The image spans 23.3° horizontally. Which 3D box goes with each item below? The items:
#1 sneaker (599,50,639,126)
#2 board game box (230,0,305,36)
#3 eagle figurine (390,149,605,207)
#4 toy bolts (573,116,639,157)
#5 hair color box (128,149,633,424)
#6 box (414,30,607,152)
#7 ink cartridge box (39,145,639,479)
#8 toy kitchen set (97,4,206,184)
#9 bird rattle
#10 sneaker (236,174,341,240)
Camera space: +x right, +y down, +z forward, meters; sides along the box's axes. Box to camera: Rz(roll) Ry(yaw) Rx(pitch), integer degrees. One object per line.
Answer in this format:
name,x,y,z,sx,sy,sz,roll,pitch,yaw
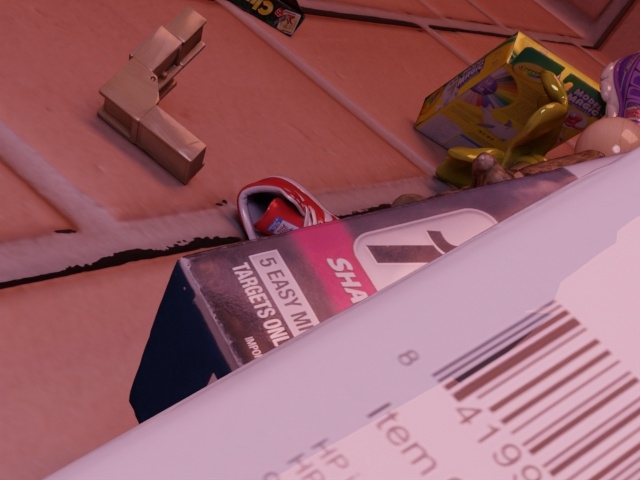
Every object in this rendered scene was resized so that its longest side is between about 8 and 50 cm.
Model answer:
sneaker,0.275,-0.095,1.284,0.068,0.071,0.170,29,45,-38
board game box,-0.097,-0.289,1.533,0.136,0.030,0.259,26,20,-23
eagle figurine,0.141,0.098,0.809,0.226,0.225,0.298,-17,84,-21
toy bolts,0.202,-0.039,1.081,0.218,0.158,0.228,16,-16,-31
hair color box,0.120,0.062,0.621,0.347,0.105,0.174,-14,59,-29
box,0.175,-0.123,1.400,0.105,0.179,0.043,31,62,-17
ink cartridge box,0.147,0.120,0.404,0.395,0.166,0.285,-27,65,-34
toy kitchen set,-0.087,-0.085,0.979,0.075,0.083,0.068,39,-24,7
bird rattle,0.216,-0.002,1.311,0.253,0.143,0.207,44,26,-20
sneaker,0.000,0.000,0.956,0.118,0.042,0.067,32,13,13
